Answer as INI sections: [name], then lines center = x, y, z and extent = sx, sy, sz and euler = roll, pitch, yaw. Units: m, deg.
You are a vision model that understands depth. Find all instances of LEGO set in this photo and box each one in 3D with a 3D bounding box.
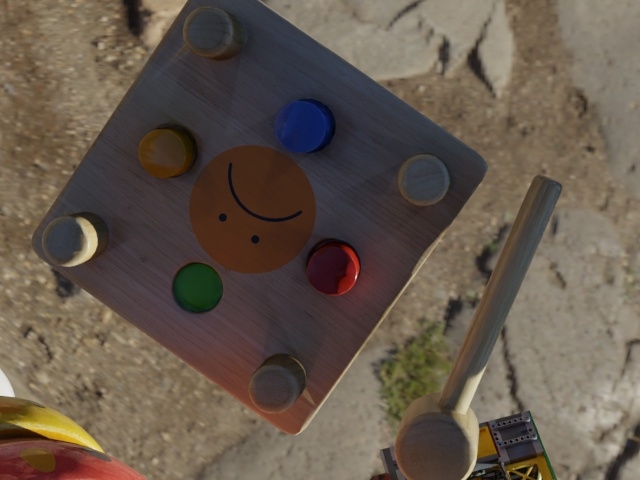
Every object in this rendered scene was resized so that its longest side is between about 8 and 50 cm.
[LEGO set]
center = 0.161, 0.346, 1.363
extent = 0.192, 0.255, 0.331
euler = -14, 143, -1

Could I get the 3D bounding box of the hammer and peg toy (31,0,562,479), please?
[hammer and peg toy]
center = 0.000, 0.000, 0.965
extent = 0.361, 0.127, 0.266
euler = 34, 97, 3

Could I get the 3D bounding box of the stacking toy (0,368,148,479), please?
[stacking toy]
center = -0.247, 0.231, 0.959
extent = 0.351, 0.480, 0.350
euler = -17, 128, -23
